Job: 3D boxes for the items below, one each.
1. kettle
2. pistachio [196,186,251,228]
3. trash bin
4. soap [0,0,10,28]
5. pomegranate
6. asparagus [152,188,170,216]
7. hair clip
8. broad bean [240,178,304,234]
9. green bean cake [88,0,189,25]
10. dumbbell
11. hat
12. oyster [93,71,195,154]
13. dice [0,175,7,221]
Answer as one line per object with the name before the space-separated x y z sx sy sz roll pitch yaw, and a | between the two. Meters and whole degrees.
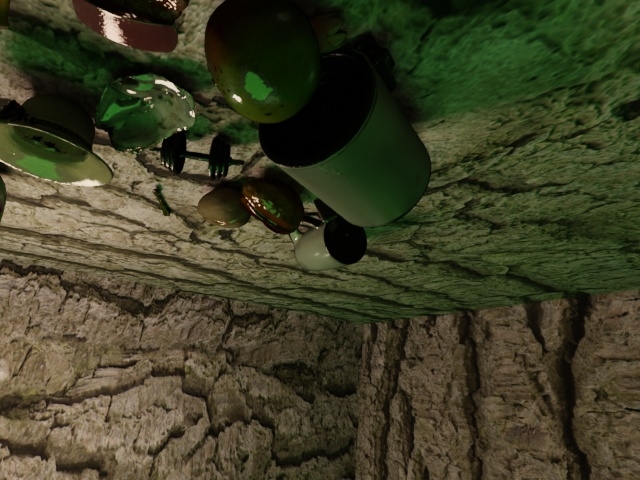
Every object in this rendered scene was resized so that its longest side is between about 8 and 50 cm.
kettle | 0.000 0.000 1.403 0.221 0.161 0.236 42 151 -15
pistachio | -0.274 -0.090 1.225 0.185 0.124 0.124 -4 159 32
trash bin | 0.052 -0.167 0.765 0.277 0.217 0.263 -39 145 15
soap | -0.537 -0.417 0.469 0.170 0.304 0.338 -9 -163 21
pomegranate | -0.057 -0.267 0.614 0.210 0.179 0.180 -23 163 -8
asparagus | -0.503 -0.120 1.356 0.023 0.022 0.233 50 163 6
hair clip | -0.270 -0.297 0.598 0.138 0.022 0.054 12 157 -18
broad bean | -0.126 -0.098 1.171 0.156 0.122 0.228 29 168 30
green bean cake | -0.256 -0.345 0.576 0.135 0.056 0.136 20 157 -39
dumbbell | -0.278 -0.190 0.970 0.209 0.099 0.099 8 161 -6
hat | -0.553 -0.224 0.895 0.258 0.129 0.257 6 161 2
oyster | -0.351 -0.244 0.851 0.200 0.086 0.252 21 150 -14
dice | -1.044 -0.101 1.092 0.319 0.329 0.322 16 160 -15
